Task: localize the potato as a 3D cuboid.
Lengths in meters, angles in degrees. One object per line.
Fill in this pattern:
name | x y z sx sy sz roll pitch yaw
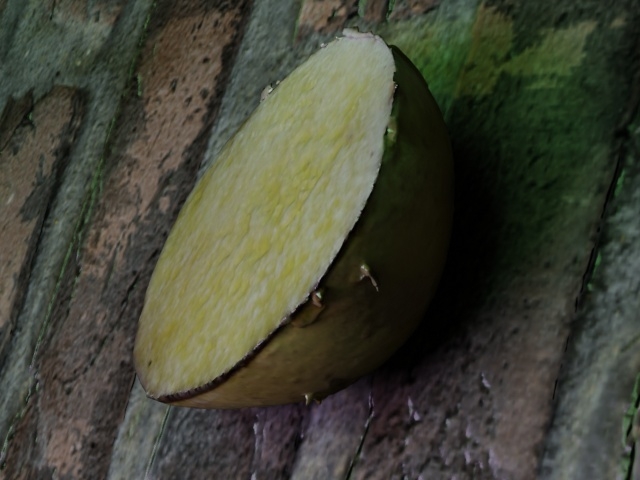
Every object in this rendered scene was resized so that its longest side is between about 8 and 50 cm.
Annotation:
potato | 0.000 0.000 1.010 0.299 0.116 0.239 -36 39 46
